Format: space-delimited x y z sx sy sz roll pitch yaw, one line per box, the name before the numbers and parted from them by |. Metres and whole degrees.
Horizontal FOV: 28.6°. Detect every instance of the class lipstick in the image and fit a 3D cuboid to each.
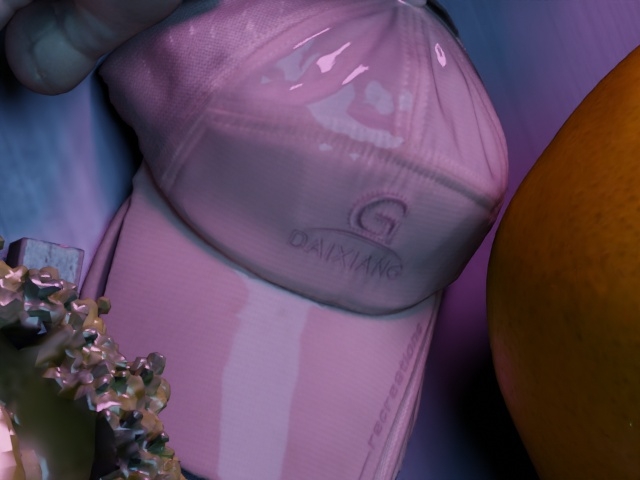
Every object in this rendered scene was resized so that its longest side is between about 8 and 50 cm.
lipstick | -0.134 0.065 0.561 0.030 0.030 0.129 14 79 -25

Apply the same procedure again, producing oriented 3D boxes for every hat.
hat | 0.000 0.000 0.589 0.220 0.164 0.226 19 49 -23

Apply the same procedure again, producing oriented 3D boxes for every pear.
pear | 0.218 0.047 0.626 0.285 0.336 0.285 13 44 -13

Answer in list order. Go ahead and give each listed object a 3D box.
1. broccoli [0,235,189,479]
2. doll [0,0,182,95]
broccoli | -0.139 0.109 0.448 0.198 0.226 0.176 -15 131 -20
doll | -0.094 -0.194 0.567 0.155 0.113 0.275 38 49 -44
